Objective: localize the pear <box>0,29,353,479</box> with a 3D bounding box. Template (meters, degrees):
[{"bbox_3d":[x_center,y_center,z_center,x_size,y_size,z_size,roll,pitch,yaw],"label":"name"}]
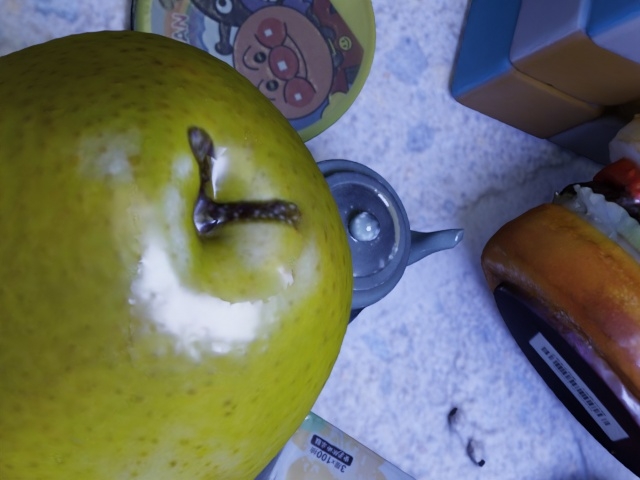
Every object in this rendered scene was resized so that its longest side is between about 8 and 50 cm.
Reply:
[{"bbox_3d":[-0.164,0.036,1.069,0.362,0.418,0.362,10,67,-26],"label":"pear"}]

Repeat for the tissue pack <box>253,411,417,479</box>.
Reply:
[{"bbox_3d":[0.034,0.257,1.275,0.229,0.145,0.159,35,67,-17],"label":"tissue pack"}]

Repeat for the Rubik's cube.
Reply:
[{"bbox_3d":[0.373,-0.261,1.424,0.347,0.344,0.347,22,73,-23],"label":"Rubik's cube"}]

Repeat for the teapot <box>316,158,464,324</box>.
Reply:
[{"bbox_3d":[0.000,0.000,1.303,0.239,0.149,0.162,3,81,-26],"label":"teapot"}]

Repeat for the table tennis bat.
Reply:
[{"bbox_3d":[-0.009,-0.232,1.394,0.368,0.054,0.224,-40,100,-22],"label":"table tennis bat"}]

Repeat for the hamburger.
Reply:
[{"bbox_3d":[0.321,0.057,1.328,0.250,0.330,0.330,-40,100,-7],"label":"hamburger"}]
